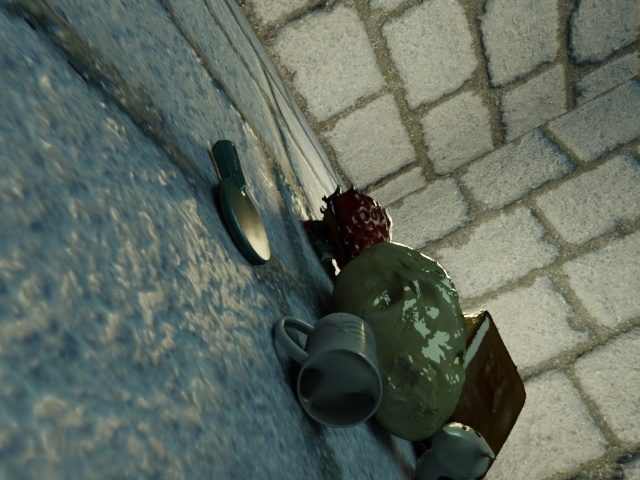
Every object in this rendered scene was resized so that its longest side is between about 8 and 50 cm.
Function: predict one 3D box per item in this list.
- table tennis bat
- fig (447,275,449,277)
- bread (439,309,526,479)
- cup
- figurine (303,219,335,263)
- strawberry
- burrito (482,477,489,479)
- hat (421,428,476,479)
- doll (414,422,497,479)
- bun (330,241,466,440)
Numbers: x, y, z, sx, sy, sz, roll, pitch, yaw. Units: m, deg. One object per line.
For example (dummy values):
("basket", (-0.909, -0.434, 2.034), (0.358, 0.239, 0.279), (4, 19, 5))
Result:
("table tennis bat", (-0.113, -0.058, 0.731), (0.124, 0.033, 0.201), (49, 18, -64))
("fig", (0.264, 0.199, 1.527), (0.258, 0.258, 0.326), (61, 26, -8))
("bread", (0.396, 0.406, 1.396), (0.333, 0.143, 0.324), (-46, 115, -33))
("cup", (0.016, 0.140, 0.653), (0.136, 0.099, 0.133), (62, 9, -8))
("figurine", (0.000, 0.000, 1.197), (0.060, 0.047, 0.106), (-4, 66, -35))
("strawberry", (0.102, 0.004, 1.250), (0.253, 0.150, 0.280), (85, -15, -59))
("burrito", (0.402, 0.682, 1.282), (0.445, 0.101, 0.139), (9, 58, -79))
("hat", (0.273, 0.521, 1.147), (0.214, 0.149, 0.244), (53, -25, -17))
("doll", (0.242, 0.406, 0.957), (0.110, 0.181, 0.107), (22, 29, 11))
("bun", (0.163, 0.183, 0.987), (0.326, 0.234, 0.362), (62, 13, -46))
